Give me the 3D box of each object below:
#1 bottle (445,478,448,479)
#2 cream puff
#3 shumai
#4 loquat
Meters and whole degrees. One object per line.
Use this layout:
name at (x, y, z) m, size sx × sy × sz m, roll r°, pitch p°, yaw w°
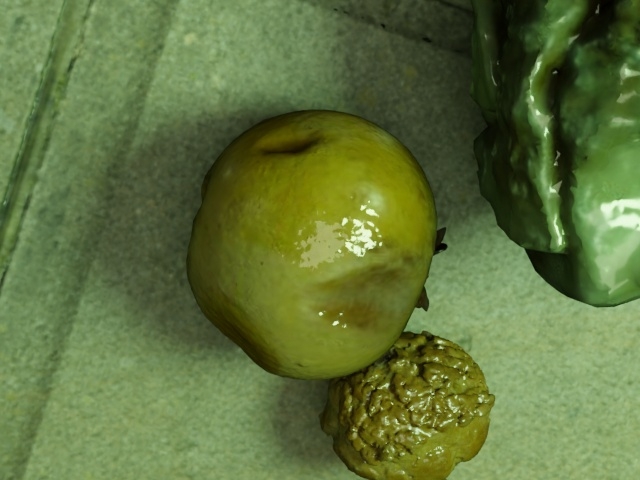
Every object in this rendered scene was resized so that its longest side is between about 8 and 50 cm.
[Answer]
bottle at (0.066, 0.306, 1.401) m, size 0.110 × 0.097 × 0.209 m, roll 37°, pitch 95°, yaw -12°
cream puff at (0.074, 0.130, 1.351) m, size 0.144 × 0.126 × 0.103 m, roll -19°, pitch 137°, yaw -35°
shumai at (0.255, -0.117, 1.220) m, size 0.395 × 0.395 × 0.348 m, roll 21°, pitch 95°, yaw -10°
loquat at (-0.001, 0.005, 1.286) m, size 0.213 × 0.213 × 0.213 m, roll -1°, pitch 100°, yaw -7°
